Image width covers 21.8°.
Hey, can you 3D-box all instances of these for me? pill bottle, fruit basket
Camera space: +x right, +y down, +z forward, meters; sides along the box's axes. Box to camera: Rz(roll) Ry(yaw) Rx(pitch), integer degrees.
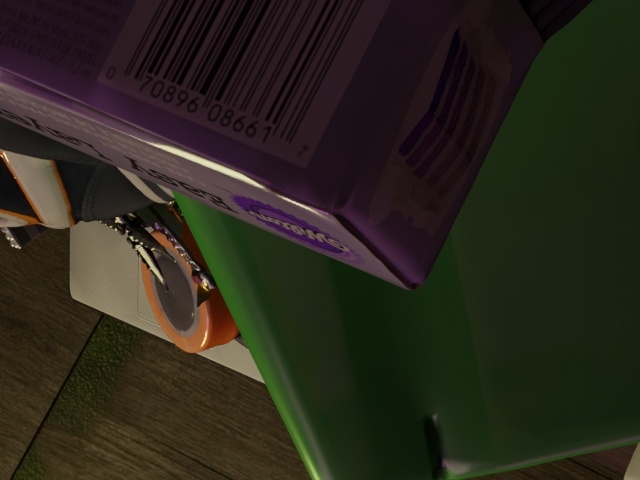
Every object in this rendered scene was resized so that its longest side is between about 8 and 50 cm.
[{"bbox_3d":[0.000,0.000,1.153,0.246,0.130,0.130,-19,-161,-31],"label":"pill bottle"},{"bbox_3d":[0.029,-0.107,0.622,0.283,0.392,0.392,-13,168,2],"label":"fruit basket"}]

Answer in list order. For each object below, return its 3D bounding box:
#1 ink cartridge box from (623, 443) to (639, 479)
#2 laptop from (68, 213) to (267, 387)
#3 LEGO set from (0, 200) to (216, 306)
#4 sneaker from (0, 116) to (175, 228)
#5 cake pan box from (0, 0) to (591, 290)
[{"bbox_3d":[0.341,0.107,0.924,0.198,0.197,0.270,30,172,-11],"label":"ink cartridge box"},{"bbox_3d":[-0.186,-0.083,1.347,0.236,0.407,0.382,-10,-161,-39],"label":"laptop"},{"bbox_3d":[-0.179,-0.106,1.043,0.331,0.192,0.255,22,144,51],"label":"LEGO set"},{"bbox_3d":[-0.157,-0.097,0.686,0.127,0.126,0.321,-19,144,9],"label":"sneaker"},{"bbox_3d":[-0.032,-0.144,0.424,0.267,0.245,0.070,22,172,26],"label":"cake pan box"}]
